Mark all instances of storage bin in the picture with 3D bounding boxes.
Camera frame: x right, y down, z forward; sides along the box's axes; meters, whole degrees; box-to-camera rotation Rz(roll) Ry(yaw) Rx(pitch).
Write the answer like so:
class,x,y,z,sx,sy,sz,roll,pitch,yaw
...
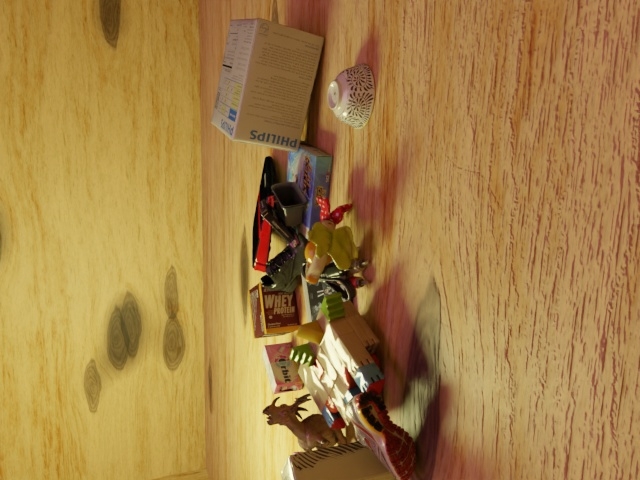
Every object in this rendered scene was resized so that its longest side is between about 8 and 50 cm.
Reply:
class,x,y,z,sx,sy,sz,roll,pitch,yaw
storage bin,-0.105,-0.110,1.654,0.135,0.098,0.091,-122,26,-48

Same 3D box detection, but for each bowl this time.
class,x,y,z,sx,sy,sz,roll,pitch,yaw
bowl,0.068,-0.378,1.370,0.170,0.080,0.170,177,90,-68

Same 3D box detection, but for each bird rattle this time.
class,x,y,z,sx,sy,sz,roll,pitch,yaw
bird rattle,0.000,0.000,1.411,0.253,0.143,0.206,-105,36,-61

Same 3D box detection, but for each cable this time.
class,x,y,z,sx,sy,sz,roll,pitch,yaw
cable,0.041,0.100,1.478,0.287,0.072,0.139,-14,87,61

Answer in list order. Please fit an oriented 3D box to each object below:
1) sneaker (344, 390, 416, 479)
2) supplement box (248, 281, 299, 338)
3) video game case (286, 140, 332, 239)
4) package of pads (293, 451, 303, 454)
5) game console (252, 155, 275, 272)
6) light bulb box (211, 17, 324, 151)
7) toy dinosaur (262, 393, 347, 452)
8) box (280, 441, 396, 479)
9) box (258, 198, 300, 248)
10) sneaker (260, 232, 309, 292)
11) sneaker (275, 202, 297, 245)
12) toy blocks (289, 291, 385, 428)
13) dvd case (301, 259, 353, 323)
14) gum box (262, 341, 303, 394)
class,x,y,z,sx,sy,sz,roll,pitch,yaw
sneaker,0.140,0.453,1.212,0.093,0.088,0.225,-37,83,48
supplement box,-0.179,0.261,1.973,0.194,0.129,0.191,143,122,-64
video game case,-0.047,-0.169,1.696,0.244,0.061,0.269,-138,50,-58
package of pads,-0.077,0.819,1.919,0.050,0.032,0.083,147,118,-63
game console,-0.210,-0.101,2.005,0.386,0.060,0.341,-103,24,-59
light bulb box,-0.189,-0.512,1.715,0.358,0.226,0.360,44,123,59
toy dinosaur,-0.008,0.541,1.513,0.127,0.296,0.200,-44,44,14
box,0.053,0.556,1.261,0.113,0.275,0.094,111,148,-42
box,-0.132,-0.055,1.670,0.029,0.162,0.116,-42,24,8
sneaker,-0.115,0.083,1.783,0.286,0.130,0.109,-61,38,37
sneaker,-0.130,-0.057,1.882,0.067,0.078,0.188,122,139,-55
toy blocks,0.067,0.354,1.375,0.261,0.191,0.381,54,142,35
dvd case,0.018,0.157,1.578,0.239,0.030,0.179,-24,71,58
gum box,-0.139,0.472,1.928,0.188,0.107,0.062,-115,31,-42
